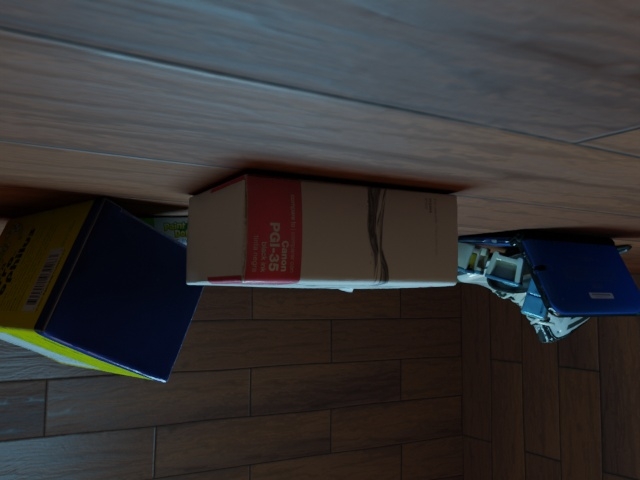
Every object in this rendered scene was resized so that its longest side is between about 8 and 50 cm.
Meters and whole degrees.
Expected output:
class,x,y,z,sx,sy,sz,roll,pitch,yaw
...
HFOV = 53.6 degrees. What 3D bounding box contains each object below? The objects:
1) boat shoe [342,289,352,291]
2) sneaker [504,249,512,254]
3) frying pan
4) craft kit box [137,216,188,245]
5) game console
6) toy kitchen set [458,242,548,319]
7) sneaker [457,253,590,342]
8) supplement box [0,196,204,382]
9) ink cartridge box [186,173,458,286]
class,x,y,z,sx,sy,sz,roll,pitch,yaw
boat shoe,0.015,0.023,1.089,0.105,0.113,0.306,7,172,3
sneaker,0.538,0.050,1.689,0.089,0.051,0.170,-10,169,8
frying pan,0.554,0.043,1.546,0.197,0.053,0.326,24,136,-32
craft kit box,-0.178,-0.003,1.130,0.247,0.060,0.250,-3,174,11
game console,0.464,0.069,1.288,0.293,0.250,0.173,3,147,-32
toy kitchen set,0.402,0.088,1.403,0.207,0.122,0.166,17,-177,29
sneaker,0.611,0.171,1.854,0.448,0.257,0.169,2,175,-11
supplement box,-0.367,0.078,0.966,0.357,0.195,0.194,-5,150,45
ink cartridge box,0.000,0.000,0.783,0.283,0.117,0.207,3,174,-28
